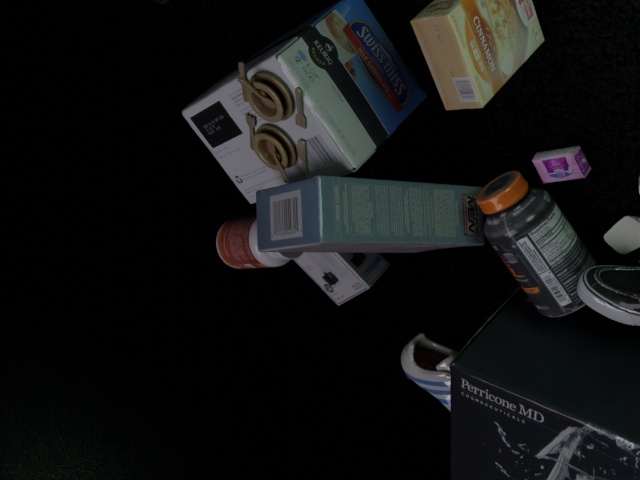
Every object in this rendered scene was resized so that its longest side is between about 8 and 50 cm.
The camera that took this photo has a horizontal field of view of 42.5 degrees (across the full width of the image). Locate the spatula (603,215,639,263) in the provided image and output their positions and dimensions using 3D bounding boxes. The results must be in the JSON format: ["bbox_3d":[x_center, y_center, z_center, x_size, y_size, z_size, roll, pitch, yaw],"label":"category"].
[{"bbox_3d":[0.566,-0.009,1.266,0.168,0.019,0.242,41,149,5],"label":"spatula"}]

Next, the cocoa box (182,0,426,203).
[{"bbox_3d":[-0.036,-0.243,1.470,0.231,0.228,0.347,54,148,-16],"label":"cocoa box"}]

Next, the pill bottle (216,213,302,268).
[{"bbox_3d":[-0.127,0.000,1.806,0.216,0.121,0.121,-5,125,53],"label":"pill bottle"}]

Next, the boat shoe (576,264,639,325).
[{"bbox_3d":[0.558,0.079,1.268,0.306,0.113,0.104,17,138,23],"label":"boat shoe"}]

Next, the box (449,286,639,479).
[{"bbox_3d":[0.510,0.406,1.506,0.480,0.297,0.471,20,129,34],"label":"box"}]

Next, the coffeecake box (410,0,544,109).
[{"bbox_3d":[0.224,-0.293,1.151,0.068,0.185,0.142,6,133,46],"label":"coffeecake box"}]

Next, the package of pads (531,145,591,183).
[{"bbox_3d":[0.386,-0.122,1.322,0.083,0.032,0.050,-5,126,52],"label":"package of pads"}]

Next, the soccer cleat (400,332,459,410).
[{"bbox_3d":[0.324,0.333,1.867,0.331,0.116,0.143,32,148,20],"label":"soccer cleat"}]

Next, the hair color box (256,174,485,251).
[{"bbox_3d":[0.093,-0.039,1.449,0.185,0.375,0.113,-8,83,53],"label":"hair color box"}]

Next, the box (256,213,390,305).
[{"bbox_3d":[0.000,0.000,1.865,0.290,0.087,0.169,45,149,-4],"label":"box"}]

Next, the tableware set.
[{"bbox_3d":[-0.085,-0.184,1.336,0.128,0.039,0.194,28,145,25],"label":"tableware set"}]

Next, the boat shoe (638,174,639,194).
[{"bbox_3d":[0.532,-0.101,1.109,0.098,0.096,0.277,49,147,-3],"label":"boat shoe"}]

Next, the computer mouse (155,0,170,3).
[{"bbox_3d":[-0.332,-0.579,1.600,0.071,0.041,0.242,14,132,27],"label":"computer mouse"}]

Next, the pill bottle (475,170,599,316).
[{"bbox_3d":[0.366,0.001,1.401,0.245,0.130,0.130,53,148,-14],"label":"pill bottle"}]
